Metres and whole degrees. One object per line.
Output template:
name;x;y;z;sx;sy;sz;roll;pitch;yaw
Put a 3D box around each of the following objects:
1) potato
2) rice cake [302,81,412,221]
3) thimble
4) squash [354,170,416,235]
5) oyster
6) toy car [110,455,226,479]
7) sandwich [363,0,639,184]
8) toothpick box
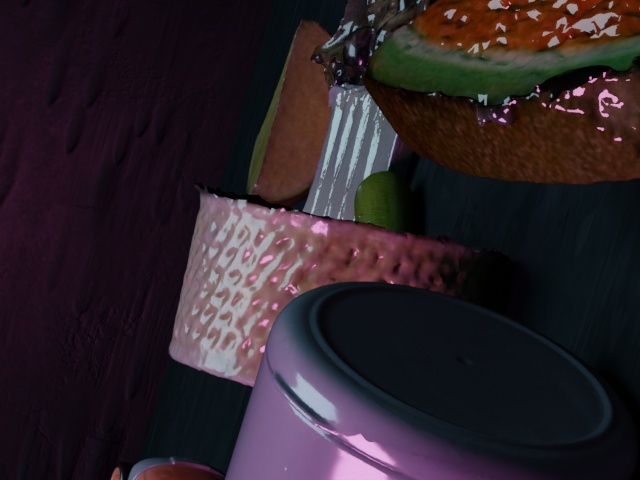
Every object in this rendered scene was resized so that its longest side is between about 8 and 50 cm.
potato;-0.032;-0.155;2.159;0.255;0.112;0.269;146;142;-79
rice cake;0.043;-0.081;1.719;0.189;0.037;0.198;23;104;59
thimble;0.008;0.050;1.260;0.271;0.271;0.150;-164;87;-79
squash;0.068;-0.002;1.548;0.201;0.066;0.066;-88;17;-49
oyster;0.068;-0.252;1.848;0.221;0.096;0.361;-67;14;3
toy car;-0.210;0.446;2.061;0.212;0.181;0.270;-125;51;-64
sandwich;0.186;-0.155;0.984;0.250;0.162;0.301;4;59;48
toothpick box;0.029;0.223;0.967;0.263;0.263;0.354;-102;28;-67
